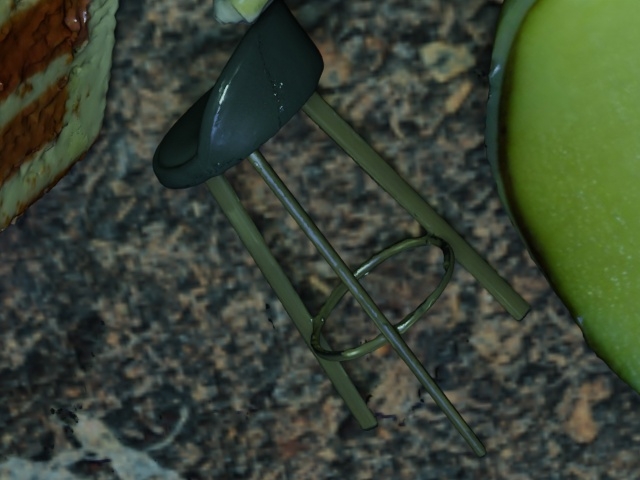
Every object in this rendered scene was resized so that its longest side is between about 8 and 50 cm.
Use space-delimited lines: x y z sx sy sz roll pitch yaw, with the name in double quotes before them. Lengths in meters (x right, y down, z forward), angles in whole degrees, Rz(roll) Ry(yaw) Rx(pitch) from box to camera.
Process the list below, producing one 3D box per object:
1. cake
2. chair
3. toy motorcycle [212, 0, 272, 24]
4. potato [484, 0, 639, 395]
"cake" -0.143 -0.059 0.642 0.159 0.262 0.158 -3 122 -18
"chair" 0.001 0.000 0.746 0.095 0.104 0.221 -20 118 30
"toy motorcycle" 0.052 -0.229 0.620 0.223 0.108 0.341 43 103 -11
"potato" 0.172 -0.041 0.707 0.160 0.111 0.271 -23 122 27
